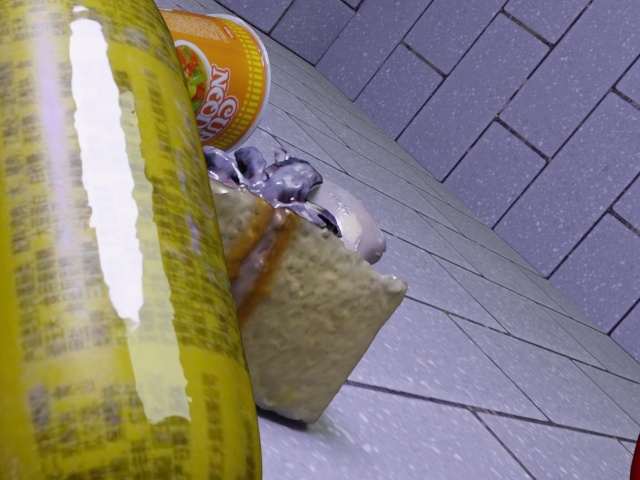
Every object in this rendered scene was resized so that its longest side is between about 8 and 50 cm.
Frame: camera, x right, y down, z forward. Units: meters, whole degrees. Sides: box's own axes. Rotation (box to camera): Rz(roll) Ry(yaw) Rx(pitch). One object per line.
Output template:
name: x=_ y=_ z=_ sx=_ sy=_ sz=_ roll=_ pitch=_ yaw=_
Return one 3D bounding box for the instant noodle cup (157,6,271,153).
instant noodle cup: x=-0.170 y=-0.177 z=1.016 sx=0.168 sy=0.168 sz=0.185 roll=45 pitch=20 yaw=25

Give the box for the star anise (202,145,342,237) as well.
star anise: x=-0.057 y=-0.018 z=0.827 sx=0.204 sy=0.061 sz=0.181 roll=-1 pitch=58 yaw=-36

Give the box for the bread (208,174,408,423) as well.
bread: x=-0.082 y=0.022 z=0.635 sx=0.266 sy=0.178 sz=0.142 roll=25 pitch=55 yaw=-34

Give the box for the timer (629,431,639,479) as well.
timer: x=0.447 y=0.221 z=0.813 sx=0.279 sy=0.378 sz=0.378 roll=37 pitch=11 yaw=-31

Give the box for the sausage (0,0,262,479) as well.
sausage: x=-0.104 y=0.002 z=0.415 sx=0.123 sy=0.123 sz=0.347 roll=25 pitch=41 yaw=-49

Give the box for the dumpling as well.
dumpling: x=0.000 y=0.000 z=0.960 sx=0.136 sy=0.118 sz=0.199 roll=54 pitch=12 yaw=-62
